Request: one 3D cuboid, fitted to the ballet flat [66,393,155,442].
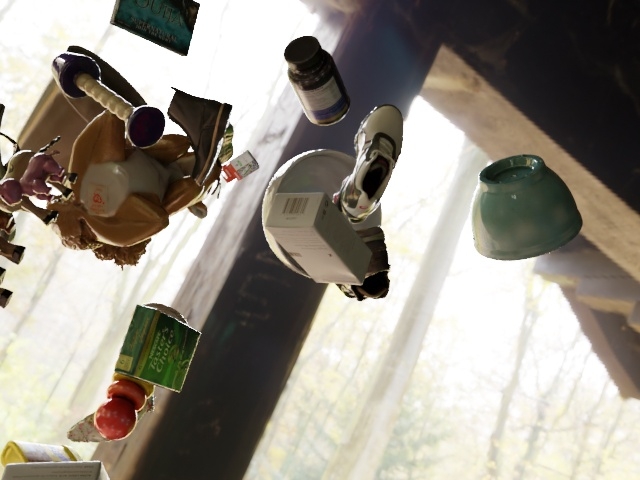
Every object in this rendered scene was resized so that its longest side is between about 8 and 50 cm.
[{"bbox_3d":[-0.483,0.417,1.902,0.077,0.241,0.091,60,11,26],"label":"ballet flat"}]

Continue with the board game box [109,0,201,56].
[{"bbox_3d":[-0.350,-0.486,1.758,0.186,0.126,0.026,17,-7,-41],"label":"board game box"}]

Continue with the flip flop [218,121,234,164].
[{"bbox_3d":[-0.302,-0.265,2.275,0.080,0.112,0.277,51,-22,13],"label":"flip flop"}]

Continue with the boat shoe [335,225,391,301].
[{"bbox_3d":[0.099,0.089,2.006,0.132,0.130,0.355,-15,-21,-6],"label":"boat shoe"}]

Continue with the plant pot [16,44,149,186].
[{"bbox_3d":[-0.628,-0.299,2.156,0.323,0.280,0.323,46,14,-15],"label":"plant pot"}]

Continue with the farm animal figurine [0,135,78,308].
[{"bbox_3d":[-0.548,-0.014,1.298,0.172,0.327,0.330,26,13,-4],"label":"farm animal figurine"}]

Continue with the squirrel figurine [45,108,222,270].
[{"bbox_3d":[-0.426,-0.110,1.948,0.397,0.370,0.281,-34,-94,27],"label":"squirrel figurine"}]

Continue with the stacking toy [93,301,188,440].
[{"bbox_3d":[-0.405,0.295,1.826,0.141,0.330,0.141,7,-49,8],"label":"stacking toy"}]

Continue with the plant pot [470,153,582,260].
[{"bbox_3d":[0.524,-0.106,2.173,0.293,0.293,0.196,6,-55,45],"label":"plant pot"}]

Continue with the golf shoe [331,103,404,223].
[{"bbox_3d":[0.121,-0.162,1.660,0.105,0.273,0.120,26,-20,-16],"label":"golf shoe"}]

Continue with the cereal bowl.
[{"bbox_3d":[-0.011,-0.069,2.179,0.339,0.339,0.141,35,-14,-27],"label":"cereal bowl"}]

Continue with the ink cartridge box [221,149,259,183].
[{"bbox_3d":[-0.244,-0.212,2.434,0.063,0.115,0.029,53,13,-29],"label":"ink cartridge box"}]

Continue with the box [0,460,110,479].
[{"bbox_3d":[-0.458,0.489,1.452,0.181,0.119,0.181,-3,-47,6],"label":"box"}]

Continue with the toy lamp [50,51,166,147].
[{"bbox_3d":[-0.362,-0.244,1.374,0.274,0.080,0.080,34,-11,33],"label":"toy lamp"}]

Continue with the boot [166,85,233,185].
[{"bbox_3d":[-0.278,-0.226,1.762,0.137,0.198,0.077,20,25,-6],"label":"boot"}]

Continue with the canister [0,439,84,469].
[{"bbox_3d":[-0.652,0.530,1.941,0.126,0.073,0.170,32,4,42],"label":"canister"}]

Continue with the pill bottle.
[{"bbox_3d":[-0.011,-0.398,2.047,0.122,0.123,0.219,15,-26,29],"label":"pill bottle"}]

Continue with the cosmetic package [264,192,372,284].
[{"bbox_3d":[0.000,0.000,1.617,0.117,0.085,0.231,1,-31,32],"label":"cosmetic package"}]

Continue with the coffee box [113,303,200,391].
[{"bbox_3d":[-0.262,0.179,1.341,0.040,0.113,0.184,13,-16,18],"label":"coffee box"}]

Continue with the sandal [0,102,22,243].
[{"bbox_3d":[-0.644,-0.132,1.685,0.086,0.303,0.120,-2,-15,-36],"label":"sandal"}]
